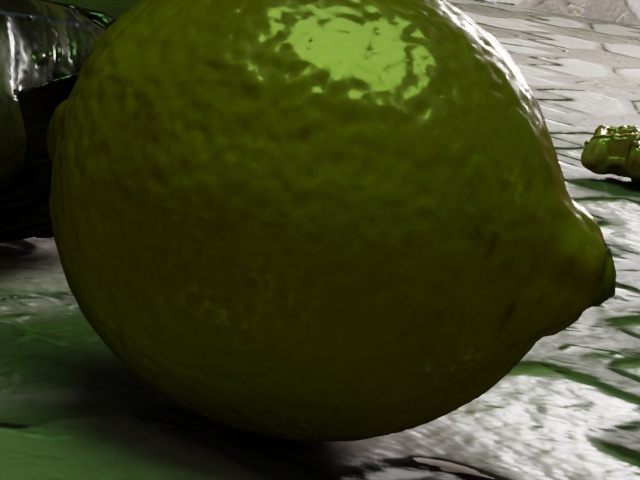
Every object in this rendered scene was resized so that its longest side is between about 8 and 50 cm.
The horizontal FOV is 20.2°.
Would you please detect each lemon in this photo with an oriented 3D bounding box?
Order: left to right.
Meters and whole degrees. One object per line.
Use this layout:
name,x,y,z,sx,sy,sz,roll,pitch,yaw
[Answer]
lemon,-0.006,-0.017,0.695,0.244,0.187,0.187,20,16,25

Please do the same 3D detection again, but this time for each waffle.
waffle,0.295,-0.071,1.443,0.149,0.051,0.194,16,20,40

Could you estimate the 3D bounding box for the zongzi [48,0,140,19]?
zongzi,-0.124,-0.129,1.320,0.228,0.115,0.256,10,6,30

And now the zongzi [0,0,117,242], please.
zongzi,-0.183,-0.029,0.822,0.286,0.138,0.300,10,24,-26
